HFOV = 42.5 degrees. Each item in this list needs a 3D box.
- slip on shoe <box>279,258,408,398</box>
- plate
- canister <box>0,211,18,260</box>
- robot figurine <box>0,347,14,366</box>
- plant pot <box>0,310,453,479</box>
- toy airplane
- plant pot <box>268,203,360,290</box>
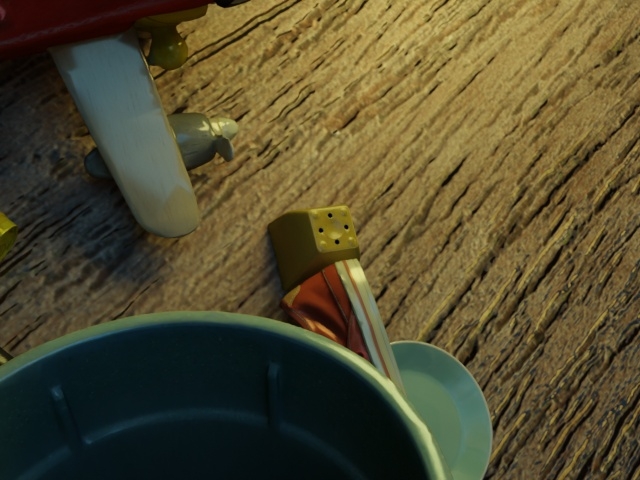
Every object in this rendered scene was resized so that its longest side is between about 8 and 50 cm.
[{"bbox_3d":[0.045,0.185,0.813,0.101,0.123,0.331,-19,80,0],"label":"slip on shoe"},{"bbox_3d":[0.101,0.203,0.896,0.188,0.024,0.188,8,69,-20],"label":"plate"},{"bbox_3d":[-0.387,-0.016,0.752,0.170,0.073,0.126,38,61,-4],"label":"canister"},{"bbox_3d":[-0.361,0.166,0.642,0.278,0.209,0.173,36,26,-5],"label":"robot figurine"},{"bbox_3d":[-0.090,0.283,0.553,0.341,0.334,0.341,-1,37,1],"label":"plant pot"},{"bbox_3d":[-0.222,-0.241,0.827,0.384,0.272,0.386,25,100,-1],"label":"toy airplane"},{"bbox_3d":[0.000,0.000,0.896,0.081,0.083,0.082,-8,73,-24],"label":"plant pot"}]
